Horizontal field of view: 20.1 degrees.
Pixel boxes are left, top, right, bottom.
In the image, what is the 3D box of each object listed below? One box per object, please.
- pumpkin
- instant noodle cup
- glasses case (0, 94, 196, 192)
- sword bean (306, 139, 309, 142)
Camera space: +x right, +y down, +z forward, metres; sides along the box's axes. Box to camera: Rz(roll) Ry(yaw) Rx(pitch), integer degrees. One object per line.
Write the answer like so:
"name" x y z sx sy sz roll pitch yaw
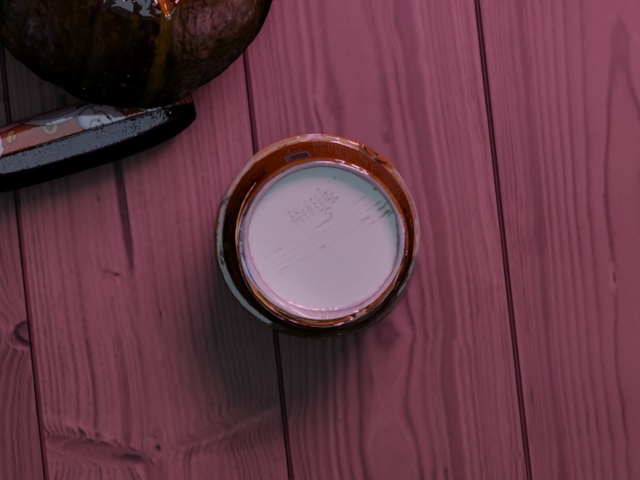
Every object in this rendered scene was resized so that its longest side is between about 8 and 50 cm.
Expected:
"pumpkin" -0.192 -0.276 1.752 0.320 0.192 0.320 11 56 -16
"instant noodle cup" 0.000 0.000 1.797 0.216 0.172 0.215 0 93 -2
"glasses case" -0.255 -0.100 1.817 0.267 0.103 0.067 -18 93 -7
"sword bean" 0.009 -0.070 1.887 0.012 0.012 0.083 -37 91 -5
